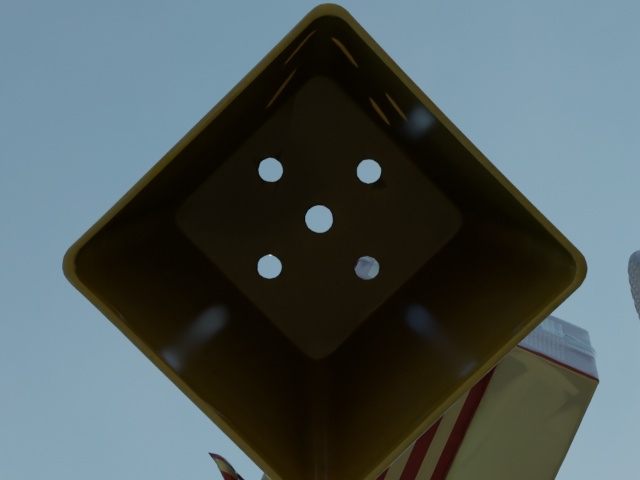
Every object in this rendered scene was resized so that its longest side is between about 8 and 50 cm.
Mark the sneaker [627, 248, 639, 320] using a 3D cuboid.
[{"bbox_3d":[0.322,0.051,1.276,0.153,0.268,0.101,-21,-65,-19],"label":"sneaker"}]

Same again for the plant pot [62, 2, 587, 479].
[{"bbox_3d":[0.000,0.000,1.174,0.212,0.187,0.212,-44,-82,5],"label":"plant pot"}]

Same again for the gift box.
[{"bbox_3d":[0.068,0.160,1.696,0.255,0.276,0.258,-32,-36,-79],"label":"gift box"}]
